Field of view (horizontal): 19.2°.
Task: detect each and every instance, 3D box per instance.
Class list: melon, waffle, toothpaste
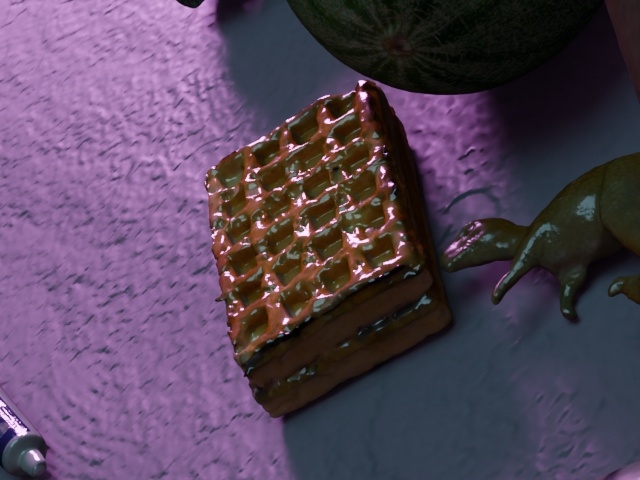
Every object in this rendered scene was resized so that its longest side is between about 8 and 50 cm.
[{"bbox_3d":[0.066,-0.191,0.883,0.182,0.182,0.287,-19,41,27],"label":"melon"},{"bbox_3d":[0.001,0.000,0.858,0.102,0.042,0.148,-31,37,15],"label":"waffle"},{"bbox_3d":[-0.165,0.085,0.938,0.037,0.021,0.140,-48,35,-7],"label":"toothpaste"}]

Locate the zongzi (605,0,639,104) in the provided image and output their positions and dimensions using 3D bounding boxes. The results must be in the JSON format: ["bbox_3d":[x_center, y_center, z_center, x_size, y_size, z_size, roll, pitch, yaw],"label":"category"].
[{"bbox_3d":[0.102,0.070,0.363,0.467,0.218,0.500,27,59,5],"label":"zongzi"}]

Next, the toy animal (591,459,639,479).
[{"bbox_3d":[0.113,0.103,0.633,0.217,0.073,0.176,-23,34,30],"label":"toy animal"}]

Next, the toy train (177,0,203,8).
[{"bbox_3d":[-0.038,-0.216,1.065,0.071,0.104,0.178,23,70,46],"label":"toy train"}]

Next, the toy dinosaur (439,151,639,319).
[{"bbox_3d":[0.133,-0.027,0.773,0.162,0.039,0.126,-48,35,-11],"label":"toy dinosaur"}]
